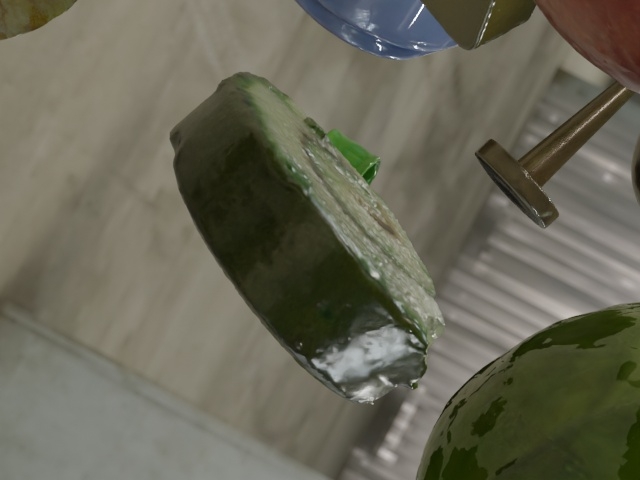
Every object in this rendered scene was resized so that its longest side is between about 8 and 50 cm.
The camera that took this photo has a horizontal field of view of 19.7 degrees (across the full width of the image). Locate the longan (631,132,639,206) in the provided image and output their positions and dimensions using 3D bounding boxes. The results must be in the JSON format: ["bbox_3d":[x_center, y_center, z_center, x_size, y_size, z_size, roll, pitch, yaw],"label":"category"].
[{"bbox_3d":[0.374,-0.062,1.639,0.204,0.185,0.159,-6,-136,49],"label":"longan"}]

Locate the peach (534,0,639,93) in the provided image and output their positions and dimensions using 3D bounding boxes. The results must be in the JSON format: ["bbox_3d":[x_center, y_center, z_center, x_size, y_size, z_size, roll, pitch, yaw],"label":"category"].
[{"bbox_3d":[0.153,-0.166,0.609,0.232,0.232,0.256,-62,158,-5],"label":"peach"}]

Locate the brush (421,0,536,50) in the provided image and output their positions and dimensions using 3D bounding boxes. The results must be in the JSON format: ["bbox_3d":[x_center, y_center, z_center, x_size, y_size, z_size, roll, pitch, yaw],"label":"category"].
[{"bbox_3d":[0.099,-0.219,1.110,0.059,0.123,0.197,-27,158,-27],"label":"brush"}]

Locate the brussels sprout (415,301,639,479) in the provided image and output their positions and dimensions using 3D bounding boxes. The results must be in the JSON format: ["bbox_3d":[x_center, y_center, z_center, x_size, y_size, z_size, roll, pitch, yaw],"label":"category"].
[{"bbox_3d":[0.153,0.130,0.743,0.244,0.244,0.244,-61,173,-14],"label":"brussels sprout"}]

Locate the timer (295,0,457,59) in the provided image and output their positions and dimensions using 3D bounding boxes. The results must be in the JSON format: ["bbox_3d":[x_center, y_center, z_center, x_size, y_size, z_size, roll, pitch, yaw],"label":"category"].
[{"bbox_3d":[0.062,-0.338,1.516,0.173,0.395,0.395,-55,178,34],"label":"timer"}]

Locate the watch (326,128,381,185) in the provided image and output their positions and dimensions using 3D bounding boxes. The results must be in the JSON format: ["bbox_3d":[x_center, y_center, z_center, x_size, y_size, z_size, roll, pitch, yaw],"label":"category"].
[{"bbox_3d":[0.004,-0.040,2.177,0.165,0.131,0.152,-48,171,-37],"label":"watch"}]

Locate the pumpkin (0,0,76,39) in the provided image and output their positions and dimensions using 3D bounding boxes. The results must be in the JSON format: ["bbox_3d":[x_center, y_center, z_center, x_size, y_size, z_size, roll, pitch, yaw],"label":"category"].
[{"bbox_3d":[-0.308,-0.300,1.665,0.217,0.217,0.110,-59,163,-30],"label":"pumpkin"}]

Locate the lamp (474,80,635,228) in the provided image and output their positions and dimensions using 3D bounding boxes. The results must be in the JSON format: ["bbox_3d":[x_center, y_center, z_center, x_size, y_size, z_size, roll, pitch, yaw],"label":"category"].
[{"bbox_3d":[0.207,-0.104,1.244,0.214,0.121,0.121,-42,172,0],"label":"lamp"}]

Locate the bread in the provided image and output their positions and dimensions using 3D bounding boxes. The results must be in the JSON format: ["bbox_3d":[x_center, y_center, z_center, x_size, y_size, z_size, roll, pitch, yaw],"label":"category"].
[{"bbox_3d":[0.000,0.000,1.893,0.129,0.382,0.366,-38,153,11],"label":"bread"}]
